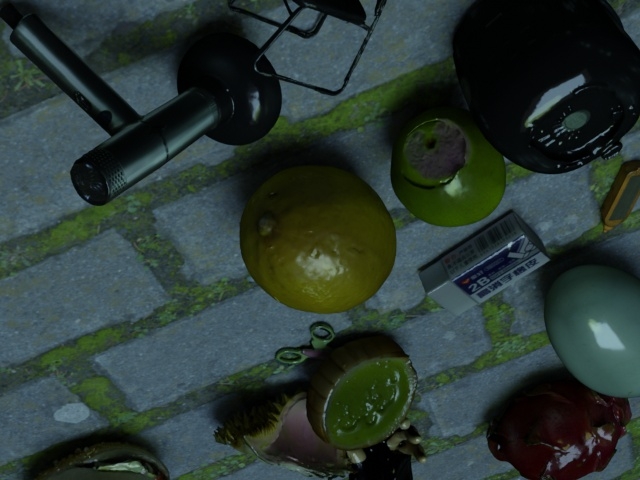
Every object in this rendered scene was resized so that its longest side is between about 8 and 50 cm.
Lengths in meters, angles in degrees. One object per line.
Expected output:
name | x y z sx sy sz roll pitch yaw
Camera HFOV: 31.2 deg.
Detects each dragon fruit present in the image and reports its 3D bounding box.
dragon fruit | 0.521 0.420 2.507 0.314 0.250 0.250 -4 142 6

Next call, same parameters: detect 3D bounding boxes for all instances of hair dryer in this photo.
hair dryer | -0.232 -0.215 1.442 0.155 0.284 0.320 -27 -178 41

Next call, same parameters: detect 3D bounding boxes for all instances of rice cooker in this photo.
rice cooker | 0.331 -0.232 1.634 0.267 0.224 0.267 -14 142 -11

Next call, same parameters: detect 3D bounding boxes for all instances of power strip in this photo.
power strip | 0.545 -0.077 2.070 0.049 0.028 0.178 -6 140 -17

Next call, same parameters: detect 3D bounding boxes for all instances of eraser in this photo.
eraser | 0.298 0.047 2.080 0.210 0.068 0.124 -34 142 18

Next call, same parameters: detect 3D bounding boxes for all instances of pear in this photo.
pear | 0.198 -0.109 1.759 0.187 0.188 0.219 -30 164 13

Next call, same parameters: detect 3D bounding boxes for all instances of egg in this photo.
egg | 0.562 0.174 2.219 0.230 0.230 0.371 -36 135 19

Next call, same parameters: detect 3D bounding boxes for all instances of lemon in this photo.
lemon | -0.002 -0.002 1.765 0.236 0.236 0.263 -26 172 8

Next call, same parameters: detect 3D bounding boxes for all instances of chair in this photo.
chair | 0.007 -0.321 1.458 0.145 0.140 0.221 13 130 -36

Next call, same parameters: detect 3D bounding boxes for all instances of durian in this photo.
durian | -0.098 0.388 2.263 0.305 0.186 0.195 12 159 -43

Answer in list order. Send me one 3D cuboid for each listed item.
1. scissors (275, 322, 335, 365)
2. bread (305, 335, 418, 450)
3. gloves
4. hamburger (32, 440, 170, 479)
scissors | 0.013 0.221 2.203 0.133 0.020 0.187 -38 137 26
bread | 0.081 0.295 2.207 0.236 0.070 0.236 -15 120 -28
gloves | 0.126 0.463 2.442 0.197 0.152 0.301 -20 141 -36
hamburger | -0.432 0.518 2.249 0.301 0.170 0.302 -8 140 -7
